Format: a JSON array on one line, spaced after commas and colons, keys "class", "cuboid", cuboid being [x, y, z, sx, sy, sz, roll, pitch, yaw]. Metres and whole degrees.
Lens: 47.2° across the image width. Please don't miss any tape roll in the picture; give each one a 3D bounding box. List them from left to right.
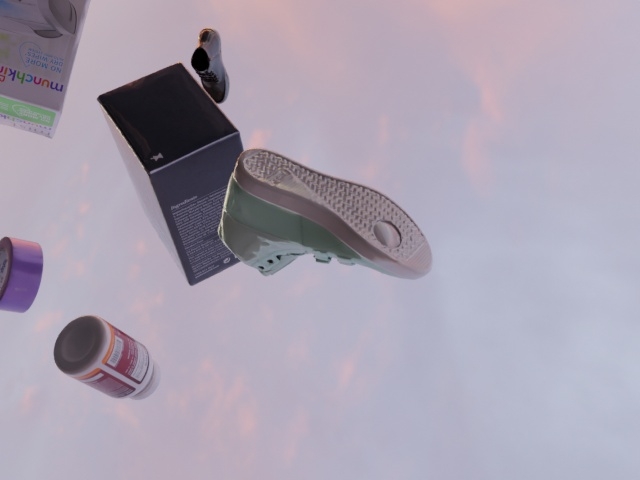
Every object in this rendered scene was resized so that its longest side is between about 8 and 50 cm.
[{"class": "tape roll", "cuboid": [-0.786, 0.089, 1.877, 0.189, 0.080, 0.188, -20, -117, 46]}]

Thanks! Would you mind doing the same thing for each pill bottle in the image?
[{"class": "pill bottle", "cuboid": [-0.288, 0.168, 1.012, 0.086, 0.152, 0.086, -11, -122, 18]}]

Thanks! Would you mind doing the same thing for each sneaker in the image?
[{"class": "sneaker", "cuboid": [-0.308, -0.451, 1.992, 0.083, 0.222, 0.118, 2, -139, 10]}, {"class": "sneaker", "cuboid": [0.000, -0.001, 0.885, 0.151, 0.256, 0.094, -59, -174, 46]}]

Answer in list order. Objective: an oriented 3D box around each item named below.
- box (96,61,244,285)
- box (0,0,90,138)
[{"class": "box", "cuboid": [-0.308, -0.147, 1.678, 0.212, 0.395, 0.293, -28, -125, -15]}, {"class": "box", "cuboid": [-0.473, -0.296, 1.016, 0.127, 0.262, 0.231, -25, -127, 61]}]
